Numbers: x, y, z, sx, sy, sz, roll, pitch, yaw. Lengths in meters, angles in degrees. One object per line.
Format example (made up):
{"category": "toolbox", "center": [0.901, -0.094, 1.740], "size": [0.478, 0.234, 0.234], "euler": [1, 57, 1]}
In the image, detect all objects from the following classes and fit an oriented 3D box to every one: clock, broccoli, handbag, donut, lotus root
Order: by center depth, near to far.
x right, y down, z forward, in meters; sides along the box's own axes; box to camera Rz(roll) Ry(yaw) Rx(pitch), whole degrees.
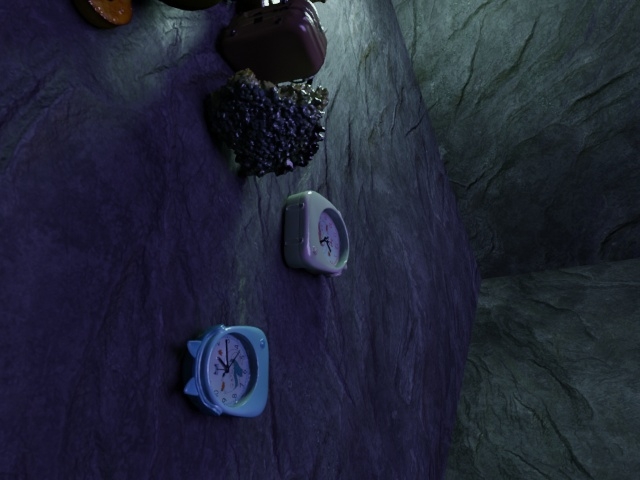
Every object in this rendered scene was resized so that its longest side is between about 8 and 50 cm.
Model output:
{"category": "donut", "center": [-0.493, -0.548, 1.125], "size": [0.152, 0.058, 0.152], "euler": [31, 53, -53]}
{"category": "clock", "center": [-0.238, 0.315, 1.227], "size": [0.274, 0.094, 0.223], "euler": [27, 57, -52]}
{"category": "broccoli", "center": [-0.158, -0.350, 1.471], "size": [0.281, 0.348, 0.293], "euler": [-76, -174, -51]}
{"category": "handbag", "center": [-0.122, -0.576, 1.543], "size": [0.283, 0.302, 0.149], "euler": [51, 43, -48]}
{"category": "lotus root", "center": [-0.194, -0.733, 1.648], "size": [0.138, 0.119, 0.234], "euler": [2, 80, -60]}
{"category": "clock", "center": [0.000, 0.000, 1.731], "size": [0.324, 0.109, 0.265], "euler": [33, 51, -52]}

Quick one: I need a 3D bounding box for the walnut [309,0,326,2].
{"category": "walnut", "center": [-0.024, -1.052, 1.941], "size": [0.257, 0.224, 0.257], "euler": [-19, 90, -82]}

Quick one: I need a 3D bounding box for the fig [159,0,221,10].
{"category": "fig", "center": [-0.355, -0.719, 1.216], "size": [0.316, 0.316, 0.316], "euler": [29, 56, -53]}
